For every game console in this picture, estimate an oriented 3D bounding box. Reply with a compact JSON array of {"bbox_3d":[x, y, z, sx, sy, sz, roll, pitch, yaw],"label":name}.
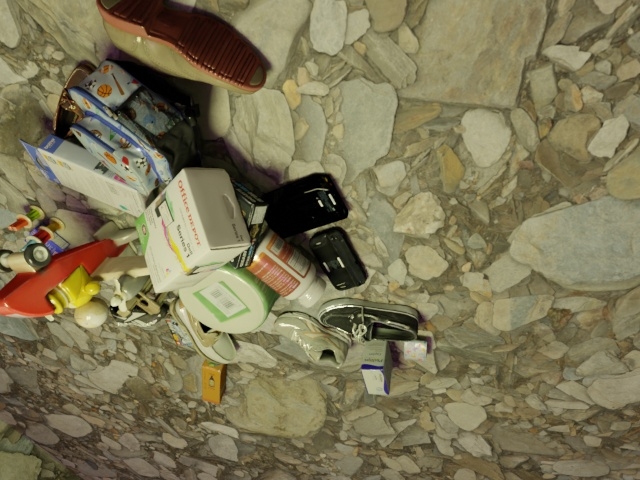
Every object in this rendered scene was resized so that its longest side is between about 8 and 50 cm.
[{"bbox_3d":[0.000,0.000,1.106,0.213,0.044,0.362,-16,120,26],"label":"game console"}]

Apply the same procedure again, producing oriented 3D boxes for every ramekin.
[{"bbox_3d":[-0.265,0.133,1.204,0.303,0.148,0.304,7,127,9],"label":"ramekin"}]

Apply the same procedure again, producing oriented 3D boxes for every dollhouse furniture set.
[{"bbox_3d":[-0.582,0.214,1.324,0.101,0.182,0.160,43,124,-18],"label":"dollhouse furniture set"}]

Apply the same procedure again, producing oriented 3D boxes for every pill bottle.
[{"bbox_3d":[-0.092,0.080,1.091,0.216,0.121,0.121,41,125,-15],"label":"pill bottle"}]

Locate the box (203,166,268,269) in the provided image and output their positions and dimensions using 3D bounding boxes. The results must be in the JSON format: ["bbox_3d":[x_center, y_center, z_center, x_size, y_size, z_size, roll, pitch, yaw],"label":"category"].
[{"bbox_3d":[-0.233,-0.061,1.017,0.220,0.051,0.175,37,118,32],"label":"box"}]

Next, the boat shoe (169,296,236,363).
[{"bbox_3d":[-0.378,0.307,1.385,0.103,0.113,0.302,-20,118,33],"label":"boat shoe"}]

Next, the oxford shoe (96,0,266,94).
[{"bbox_3d":[-0.280,-0.395,0.861,0.348,0.123,0.130,27,154,-8],"label":"oxford shoe"}]

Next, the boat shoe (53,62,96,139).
[{"bbox_3d":[-0.595,-0.330,0.995,0.073,0.073,0.207,34,125,-7],"label":"boat shoe"}]

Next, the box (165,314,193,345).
[{"bbox_3d":[-0.497,0.329,1.486,0.093,0.027,0.137,1,126,12],"label":"box"}]

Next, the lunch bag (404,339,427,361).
[{"bbox_3d":[0.296,0.334,1.271,0.070,0.053,0.083,2,136,16],"label":"lunch bag"}]

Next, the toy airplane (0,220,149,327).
[{"bbox_3d":[-0.655,0.106,1.147,0.386,0.384,0.273,9,114,62],"label":"toy airplane"}]

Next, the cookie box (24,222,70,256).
[{"bbox_3d":[-0.895,0.007,1.341,0.091,0.040,0.107,-30,114,30],"label":"cookie box"}]

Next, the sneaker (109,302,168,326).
[{"bbox_3d":[-0.648,0.246,1.431,0.234,0.078,0.106,-8,126,22],"label":"sneaker"}]

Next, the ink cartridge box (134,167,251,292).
[{"bbox_3d":[-0.314,-0.019,0.980,0.278,0.117,0.202,-31,75,39],"label":"ink cartridge box"}]

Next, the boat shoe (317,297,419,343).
[{"bbox_3d":[0.135,0.253,1.217,0.305,0.105,0.113,6,127,10],"label":"boat shoe"}]

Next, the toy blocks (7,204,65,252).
[{"bbox_3d":[-0.882,-0.029,1.242,0.123,0.148,0.054,33,127,-11],"label":"toy blocks"}]

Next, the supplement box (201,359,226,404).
[{"bbox_3d":[-0.413,0.538,1.590,0.077,0.080,0.234,15,130,2],"label":"supplement box"}]

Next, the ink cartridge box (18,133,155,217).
[{"bbox_3d":[-0.597,-0.168,1.079,0.310,0.065,0.186,21,155,-4],"label":"ink cartridge box"}]

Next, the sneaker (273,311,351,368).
[{"bbox_3d":[-0.030,0.319,1.300,0.262,0.121,0.099,19,127,0],"label":"sneaker"}]

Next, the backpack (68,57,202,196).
[{"bbox_3d":[-0.411,-0.245,0.904,0.263,0.213,0.276,45,158,1],"label":"backpack"}]

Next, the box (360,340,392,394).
[{"bbox_3d":[0.179,0.390,1.287,0.072,0.137,0.126,-5,125,18],"label":"box"}]
